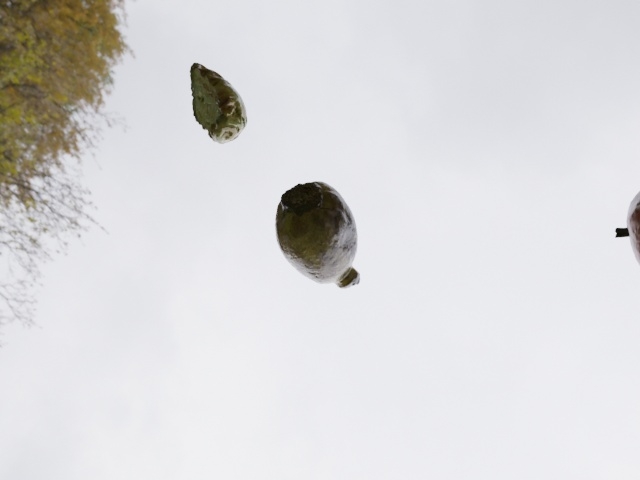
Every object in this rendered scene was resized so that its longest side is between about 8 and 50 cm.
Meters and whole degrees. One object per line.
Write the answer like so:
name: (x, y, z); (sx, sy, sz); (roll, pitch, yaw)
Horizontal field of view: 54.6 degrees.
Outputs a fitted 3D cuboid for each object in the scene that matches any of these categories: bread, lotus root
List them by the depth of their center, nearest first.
lotus root: (0.000, 0.000, 1.042); (0.138, 0.214, 0.138); (-20, -152, 11)
bread: (-0.222, -0.292, 1.333); (0.087, 0.128, 0.232); (-4, -148, -28)

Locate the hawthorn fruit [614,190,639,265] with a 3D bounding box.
hawthorn fruit: (0.835, -0.022, 1.362); (0.315, 0.316, 0.316); (-3, -120, 4)
